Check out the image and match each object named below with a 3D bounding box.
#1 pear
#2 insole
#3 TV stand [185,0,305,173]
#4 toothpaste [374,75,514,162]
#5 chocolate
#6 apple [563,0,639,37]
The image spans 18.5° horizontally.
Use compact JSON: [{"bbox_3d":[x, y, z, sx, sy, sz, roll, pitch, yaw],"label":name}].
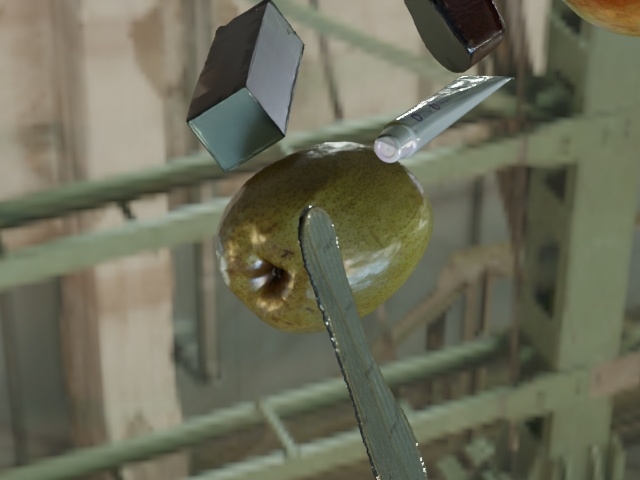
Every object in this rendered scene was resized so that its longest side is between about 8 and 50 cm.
[{"bbox_3d":[0.000,0.000,2.113,0.228,0.188,0.211,-5,-146,46],"label":"pear"},{"bbox_3d":[0.045,0.131,1.698,0.009,0.348,0.119,-14,-164,19],"label":"insole"},{"bbox_3d":[-0.085,-0.187,2.302,0.088,0.082,0.269,-31,-159,19],"label":"TV stand"},{"bbox_3d":[0.102,-0.110,1.649,0.052,0.033,0.218,1,-160,27],"label":"toothpaste"},{"bbox_3d":[0.165,-0.267,2.282,0.080,0.148,0.125,-37,-142,-12],"label":"chocolate"},{"bbox_3d":[0.390,-0.366,2.282,0.233,0.286,0.286,10,-148,42],"label":"apple"}]
